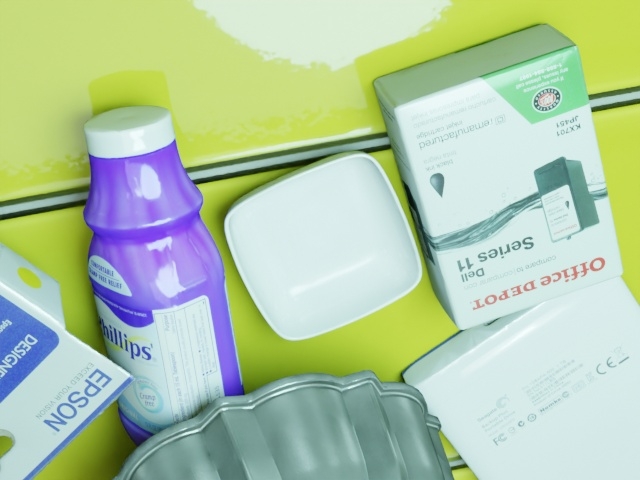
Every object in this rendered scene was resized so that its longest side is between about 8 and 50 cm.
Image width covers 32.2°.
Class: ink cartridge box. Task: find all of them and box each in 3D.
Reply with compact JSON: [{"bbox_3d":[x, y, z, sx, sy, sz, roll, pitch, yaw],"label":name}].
[{"bbox_3d":[0.148,-0.050,0.908,0.153,0.087,0.208,-20,115,-1],"label":"ink cartridge box"},{"bbox_3d":[-0.356,0.101,0.872,0.307,0.072,0.303,39,110,-24],"label":"ink cartridge box"}]

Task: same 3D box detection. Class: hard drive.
[{"bbox_3d":[0.249,0.182,1.048,0.210,0.040,0.318,-35,114,6],"label":"hard drive"}]

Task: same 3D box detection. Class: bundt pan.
[{"bbox_3d":[-0.027,0.259,0.916,0.331,0.124,0.330,-15,138,-14],"label":"bundt pan"}]

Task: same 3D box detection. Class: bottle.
[{"bbox_3d":[-0.128,0.037,0.878,0.092,0.118,0.282,-24,119,-34],"label":"bottle"}]

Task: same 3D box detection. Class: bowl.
[{"bbox_3d":[0.000,0.000,0.922,0.142,0.053,0.142,-24,114,0],"label":"bowl"}]
